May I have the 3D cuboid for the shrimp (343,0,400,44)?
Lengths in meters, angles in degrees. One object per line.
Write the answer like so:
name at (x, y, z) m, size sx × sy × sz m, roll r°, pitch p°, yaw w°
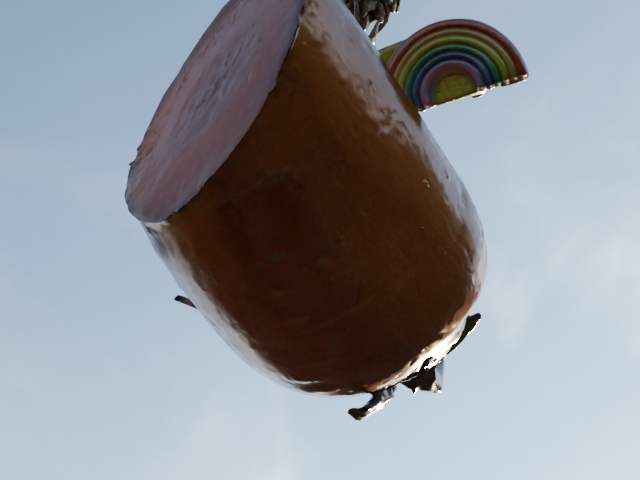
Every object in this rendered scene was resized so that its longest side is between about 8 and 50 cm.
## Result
shrimp at (0.031, -0.186, 0.964) m, size 0.057 × 0.065 × 0.165 m, roll 20°, pitch -82°, yaw -45°

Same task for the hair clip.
hair clip at (0.054, -0.115, 0.879) m, size 0.188 × 0.060 × 0.033 m, roll -18°, pitch -11°, yaw 26°

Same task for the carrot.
carrot at (0.000, 0.000, 0.811) m, size 0.214 × 0.193 × 0.331 m, roll -38°, pitch -59°, yaw 4°
